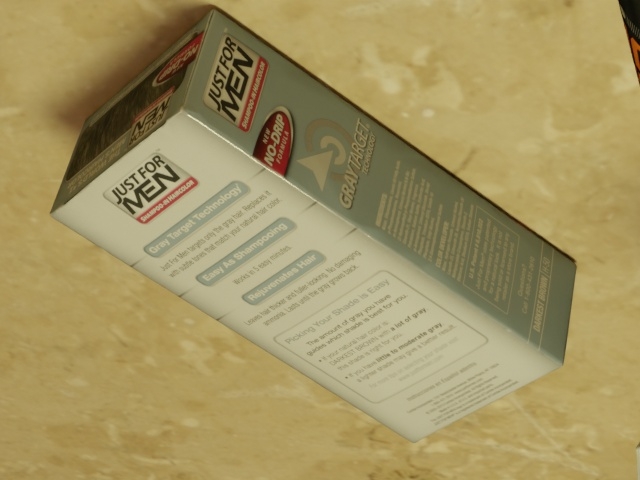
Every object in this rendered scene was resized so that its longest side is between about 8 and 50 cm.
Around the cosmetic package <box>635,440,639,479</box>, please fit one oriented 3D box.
[{"bbox_3d":[0.441,0.122,1.269,0.377,0.284,0.097,16,137,26],"label":"cosmetic package"}]

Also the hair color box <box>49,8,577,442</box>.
[{"bbox_3d":[0.000,0.000,1.476,0.374,0.113,0.185,33,137,-23],"label":"hair color box"}]

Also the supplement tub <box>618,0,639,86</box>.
[{"bbox_3d":[0.281,-0.147,1.146,0.194,0.193,0.316,-4,137,21],"label":"supplement tub"}]
